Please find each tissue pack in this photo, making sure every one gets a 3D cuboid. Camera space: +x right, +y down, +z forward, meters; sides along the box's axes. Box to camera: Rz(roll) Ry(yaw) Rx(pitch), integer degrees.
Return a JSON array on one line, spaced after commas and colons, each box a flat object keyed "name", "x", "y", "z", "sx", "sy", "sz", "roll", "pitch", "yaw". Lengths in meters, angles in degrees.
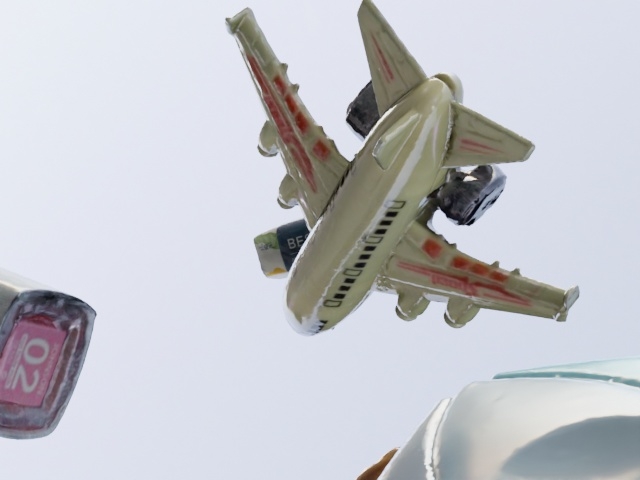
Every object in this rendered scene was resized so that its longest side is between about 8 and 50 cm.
[{"name": "tissue pack", "x": 0.000, "y": 0.000, "z": 1.406, "sx": 0.083, "sy": 0.062, "sz": 0.042, "roll": -16, "pitch": -89, "yaw": 25}]

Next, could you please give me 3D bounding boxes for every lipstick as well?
[{"name": "lipstick", "x": -0.241, "y": 0.027, "z": 0.974, "sx": 0.253, "sy": 0.077, "sz": 0.079, "roll": 18, "pitch": -91, "yaw": 29}]

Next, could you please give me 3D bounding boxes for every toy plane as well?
[{"name": "toy plane", "x": 0.032, "y": -0.020, "z": 1.034, "sx": 0.104, "sy": 0.242, "sz": 0.256, "roll": -44, "pitch": 169, "yaw": -25}]

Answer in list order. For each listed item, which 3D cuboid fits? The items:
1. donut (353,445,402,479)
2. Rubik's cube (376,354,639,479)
[{"name": "donut", "x": 0.115, "y": 0.269, "z": 1.562, "sx": 0.114, "sy": 0.227, "sz": 0.226, "roll": 21, "pitch": -89, "yaw": 62}, {"name": "Rubik's cube", "x": 0.220, "y": 0.293, "z": 1.204, "sx": 0.352, "sy": 0.347, "sz": 0.352, "roll": -7, "pitch": -157, "yaw": 33}]
